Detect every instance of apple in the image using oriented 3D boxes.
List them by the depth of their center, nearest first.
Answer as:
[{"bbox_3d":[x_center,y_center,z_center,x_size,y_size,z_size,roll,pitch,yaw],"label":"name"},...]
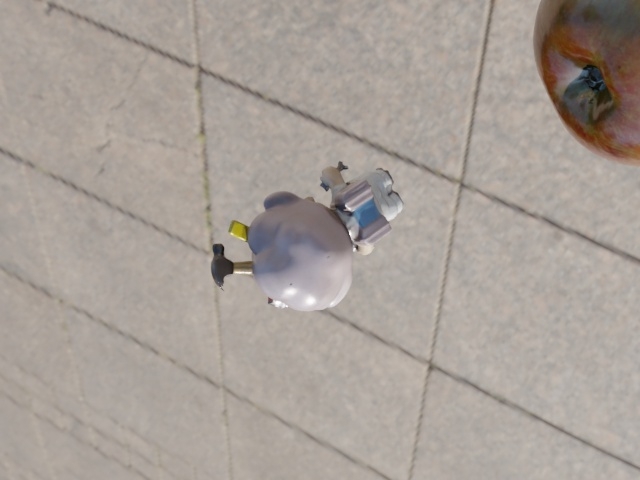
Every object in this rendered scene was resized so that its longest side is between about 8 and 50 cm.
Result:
[{"bbox_3d":[0.248,-0.146,0.813,0.188,0.174,0.188,47,155,30],"label":"apple"}]

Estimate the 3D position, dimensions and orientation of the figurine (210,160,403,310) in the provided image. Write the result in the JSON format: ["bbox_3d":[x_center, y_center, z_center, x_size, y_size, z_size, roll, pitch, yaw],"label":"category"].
[{"bbox_3d":[0.000,0.000,1.189,0.112,0.229,0.137,9,127,53],"label":"figurine"}]
